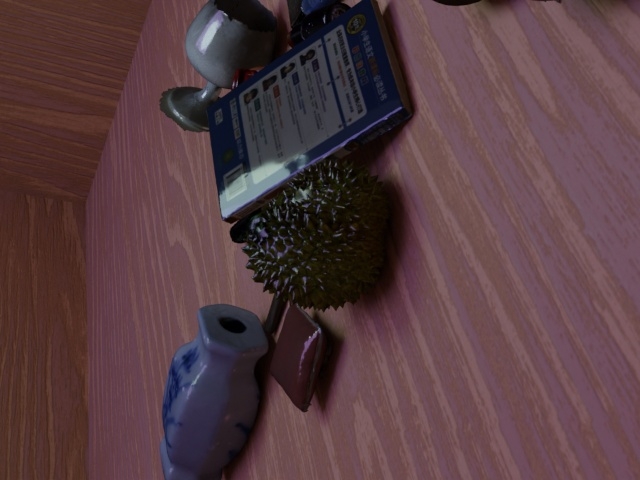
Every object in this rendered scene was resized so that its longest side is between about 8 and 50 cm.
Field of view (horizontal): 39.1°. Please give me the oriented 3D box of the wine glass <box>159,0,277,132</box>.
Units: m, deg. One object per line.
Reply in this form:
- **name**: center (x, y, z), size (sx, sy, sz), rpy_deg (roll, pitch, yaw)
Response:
- **wine glass**: center (-0.248, -0.450, 2.272), size (0.323, 0.238, 0.238), rpy_deg (-62, 30, 33)

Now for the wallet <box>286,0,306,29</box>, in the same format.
- **wallet**: center (-0.051, -0.619, 2.149), size (0.122, 0.031, 0.232), rpy_deg (-49, 39, 47)

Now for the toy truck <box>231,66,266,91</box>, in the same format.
- **toy truck**: center (-0.129, -0.240, 1.998), size (0.239, 0.189, 0.264), rpy_deg (155, 124, -71)

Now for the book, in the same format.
- **book**: center (-0.039, -0.248, 1.720), size (0.428, 0.039, 0.300), rpy_deg (-29, 53, 25)

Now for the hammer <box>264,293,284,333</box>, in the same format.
- **hammer**: center (-0.062, 0.035, 1.909), size (0.111, 0.044, 0.365), rpy_deg (-124, 47, -57)

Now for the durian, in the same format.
- **durian**: center (0.002, 0.003, 1.580), size (0.291, 0.224, 0.291), rpy_deg (-33, 23, 17)

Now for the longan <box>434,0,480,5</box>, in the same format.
- **longan**: center (0.211, -0.437, 1.353), size (0.187, 0.167, 0.167), rpy_deg (13, 93, 45)

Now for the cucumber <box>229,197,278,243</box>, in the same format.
- **cucumber**: center (-0.160, -0.042, 2.136), size (0.245, 0.067, 0.067), rpy_deg (135, 139, -56)

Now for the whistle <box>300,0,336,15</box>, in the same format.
- **whistle**: center (0.048, -0.556, 1.875), size (0.304, 0.062, 0.062), rpy_deg (150, 127, -60)

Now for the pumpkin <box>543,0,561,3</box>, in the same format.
- **pumpkin**: center (0.300, -0.427, 1.112), size (0.260, 0.189, 0.260), rpy_deg (8, -90, -87)

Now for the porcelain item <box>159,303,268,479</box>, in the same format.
- **porcelain item**: center (-0.251, 0.355, 2.029), size (0.242, 0.179, 0.405), rpy_deg (-120, 45, -57)

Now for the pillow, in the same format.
- **pillow**: center (-0.037, 0.219, 1.734), size (0.179, 0.075, 0.171), rpy_deg (37, 114, 63)

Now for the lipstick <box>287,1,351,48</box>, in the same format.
- **lipstick**: center (-0.008, -0.450, 1.933), size (0.300, 0.081, 0.081), rpy_deg (-167, 88, -69)
